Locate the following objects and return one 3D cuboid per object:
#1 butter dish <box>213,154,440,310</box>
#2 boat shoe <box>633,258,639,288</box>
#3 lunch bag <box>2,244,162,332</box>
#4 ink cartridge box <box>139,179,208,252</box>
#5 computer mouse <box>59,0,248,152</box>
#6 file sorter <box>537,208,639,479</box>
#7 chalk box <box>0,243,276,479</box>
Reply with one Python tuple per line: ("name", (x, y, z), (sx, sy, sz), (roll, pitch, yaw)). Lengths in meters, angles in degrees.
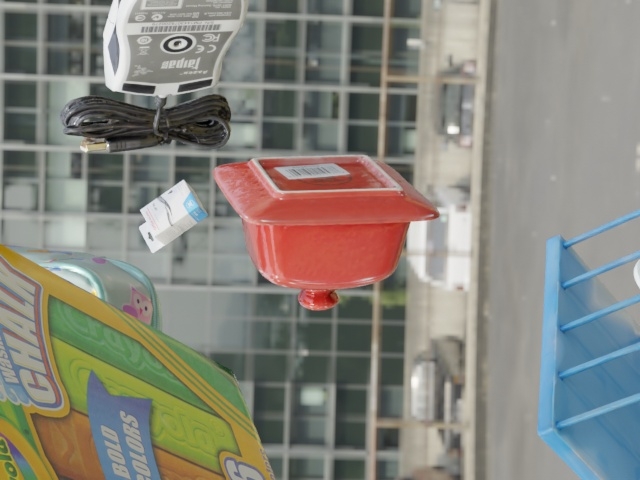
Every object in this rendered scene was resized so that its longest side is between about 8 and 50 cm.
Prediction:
("butter dish", (0.000, 0.000, 1.084), (0.160, 0.160, 0.118), (-127, 37, -65))
("boat shoe", (0.462, 0.101, 1.684), (0.065, 0.183, 0.083), (-41, -13, -22))
("lunch bag", (-0.265, 0.116, 1.054), (0.108, 0.279, 0.224), (-2, -85, -64))
("ink cartridge box", (-0.185, -0.029, 1.611), (0.048, 0.083, 0.028), (57, -176, 33))
("computer mouse", (-0.084, -0.108, 0.731), (0.193, 0.106, 0.042), (122, 141, -60))
("file sorter", (0.215, 0.074, 0.839), (0.118, 0.104, 0.170), (46, -145, -28))
("chalk box", (-0.161, 0.118, 0.548), (0.289, 0.179, 0.180), (36, -158, -47))
